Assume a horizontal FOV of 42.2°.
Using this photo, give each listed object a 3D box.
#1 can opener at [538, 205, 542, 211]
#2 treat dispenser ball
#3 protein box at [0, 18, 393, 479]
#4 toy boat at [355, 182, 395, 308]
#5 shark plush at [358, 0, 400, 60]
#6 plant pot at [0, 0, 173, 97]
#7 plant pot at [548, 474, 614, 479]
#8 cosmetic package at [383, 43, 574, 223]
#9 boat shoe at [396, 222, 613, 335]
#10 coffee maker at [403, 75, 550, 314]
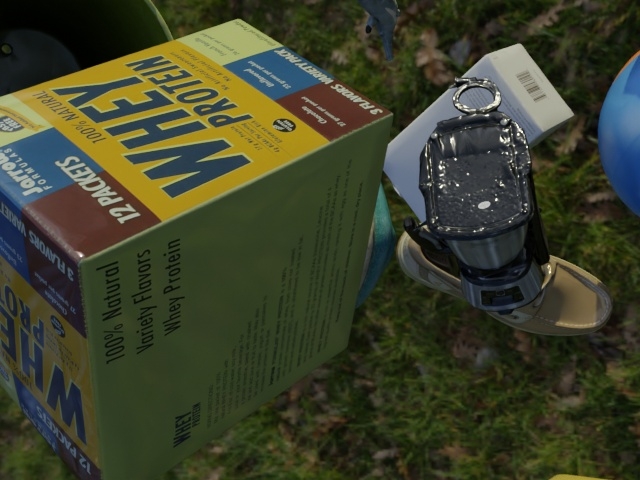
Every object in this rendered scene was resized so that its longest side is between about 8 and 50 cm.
[{"bbox_3d":[0.362,-0.059,1.566,0.073,0.186,0.059,23,96,34],"label":"can opener"},{"bbox_3d":[0.517,-0.144,1.096,0.288,0.288,0.288,-24,61,54],"label":"treat dispenser ball"},{"bbox_3d":[-0.087,0.007,0.494,0.136,0.201,0.199,37,138,29],"label":"protein box"},{"bbox_3d":[0.000,0.000,0.994,0.318,0.148,0.267,114,149,-45],"label":"toy boat"},{"bbox_3d":[0.087,-0.362,1.339,0.073,0.161,0.067,30,65,26],"label":"shark plush"},{"bbox_3d":[-0.296,-0.146,0.821,0.293,0.275,0.274,-148,71,-67],"label":"plant pot"},{"bbox_3d":[0.127,0.150,0.367,0.083,0.081,0.081,-68,-20,-60],"label":"plant pot"},{"bbox_3d":[0.310,-0.215,1.737,0.365,0.155,0.196,-39,82,44],"label":"cosmetic package"},{"bbox_3d":[0.280,0.063,1.214,0.110,0.341,0.121,163,123,-82],"label":"boat shoe"},{"bbox_3d":[0.171,-0.037,0.820,0.120,0.178,0.171,14,69,25],"label":"coffee maker"}]
